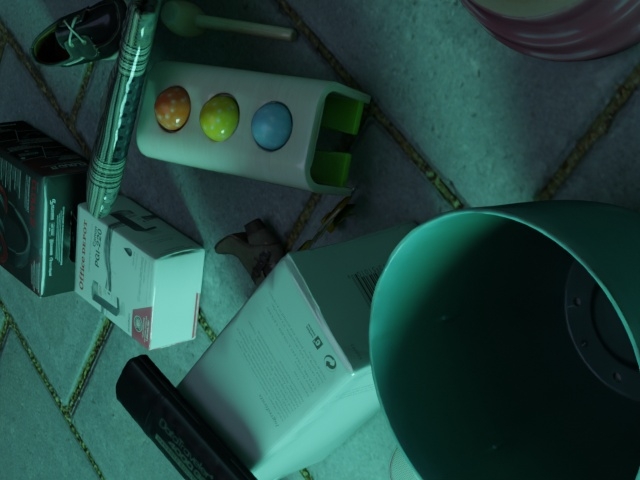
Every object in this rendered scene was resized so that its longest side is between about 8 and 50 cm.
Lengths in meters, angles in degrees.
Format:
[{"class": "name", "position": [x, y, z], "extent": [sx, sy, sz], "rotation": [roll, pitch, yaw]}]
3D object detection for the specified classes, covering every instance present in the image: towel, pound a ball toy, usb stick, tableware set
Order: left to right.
[{"class": "towel", "position": [-0.252, -0.242, 1.416], "extent": [0.324, 0.056, 0.312], "rotation": [-91, 17, -51]}, {"class": "usb stick", "position": [-0.150, 0.240, 1.264], "extent": [0.278, 0.045, 0.077], "rotation": [41, 121, 32]}, {"class": "pound a ball toy", "position": [-0.102, -0.183, 1.306], "extent": [0.319, 0.135, 0.208], "rotation": [14, 95, 35]}, {"class": "tableware set", "position": [0.000, 0.000, 1.278], "extent": [0.024, 0.154, 0.104], "rotation": [42, 120, -5]}]

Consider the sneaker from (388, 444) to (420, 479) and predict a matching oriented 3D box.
[{"class": "sneaker", "position": [0.148, 0.238, 1.200], "extent": [0.252, 0.111, 0.103], "rotation": [-37, 73, 47]}]

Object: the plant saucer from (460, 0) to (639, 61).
[{"class": "plant saucer", "position": [0.212, -0.329, 0.981], "extent": [0.332, 0.084, 0.332], "rotation": [16, 112, 46]}]

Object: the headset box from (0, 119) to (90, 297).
[{"class": "headset box", "position": [-0.478, -0.053, 1.818], "extent": [0.293, 0.110, 0.218], "rotation": [30, 121, 40]}]

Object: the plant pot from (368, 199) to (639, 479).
[{"class": "plant pot", "position": [0.229, 0.096, 0.974], "extent": [0.293, 0.235, 0.293], "rotation": [16, 112, 45]}]

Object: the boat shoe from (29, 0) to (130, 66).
[{"class": "boat shoe", "position": [-0.359, -0.309, 1.639], "extent": [0.233, 0.079, 0.084], "rotation": [-9, 92, 48]}]

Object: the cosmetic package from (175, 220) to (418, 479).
[{"class": "cosmetic package", "position": [-0.018, 0.158, 1.289], "extent": [0.385, 0.217, 0.156], "rotation": [-47, 67, 42]}]

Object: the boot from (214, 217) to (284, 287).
[{"class": "boot", "position": [-0.094, 0.026, 1.465], "extent": [0.118, 0.042, 0.087], "rotation": [-33, 78, 48]}]

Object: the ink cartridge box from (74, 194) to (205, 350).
[{"class": "ink cartridge box", "position": [-0.280, 0.045, 1.640], "extent": [0.218, 0.092, 0.159], "rotation": [31, 123, 41]}]
